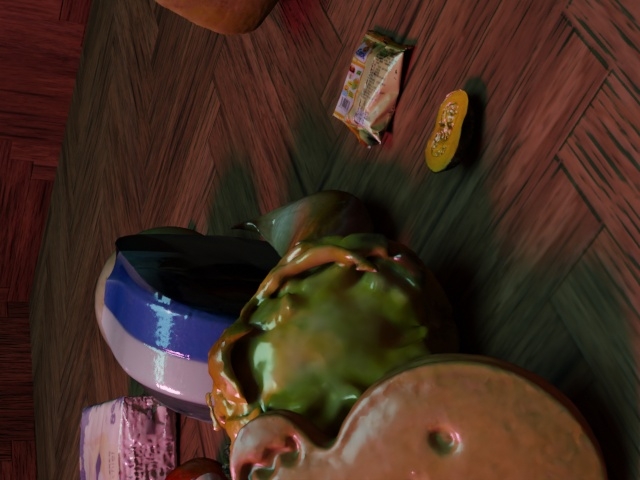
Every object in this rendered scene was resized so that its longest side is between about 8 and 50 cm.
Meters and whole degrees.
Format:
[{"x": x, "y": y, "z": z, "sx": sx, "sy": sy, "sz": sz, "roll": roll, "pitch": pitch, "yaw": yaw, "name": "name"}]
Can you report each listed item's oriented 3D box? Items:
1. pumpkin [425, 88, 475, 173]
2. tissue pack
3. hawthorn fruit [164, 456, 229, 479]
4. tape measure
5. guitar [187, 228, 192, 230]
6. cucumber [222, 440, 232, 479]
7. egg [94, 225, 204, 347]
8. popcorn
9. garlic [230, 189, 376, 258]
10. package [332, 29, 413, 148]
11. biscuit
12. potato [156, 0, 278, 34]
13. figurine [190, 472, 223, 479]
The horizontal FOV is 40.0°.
[{"x": 0.129, "y": -0.101, "z": 0.832, "sx": 0.050, "sy": 0.028, "sz": 0.083, "roll": 15, "pitch": 90, "yaw": 63, "name": "pumpkin"}, {"x": -0.379, "y": 0.429, "z": 1.706, "sx": 0.343, "sy": 0.125, "sz": 0.243, "roll": 153, "pitch": 118, "yaw": -61, "name": "tissue pack"}, {"x": -0.186, "y": 0.391, "z": 1.317, "sx": 0.125, "sy": 0.140, "sz": 0.125, "roll": -2, "pitch": 85, "yaw": 31, "name": "hawthorn fruit"}, {"x": -0.111, "y": 0.103, "z": 1.055, "sx": 0.262, "sy": 0.259, "sz": 0.138, "roll": 41, "pitch": 123, "yaw": 54, "name": "tape measure"}, {"x": -0.269, "y": 0.087, "z": 1.646, "sx": 0.088, "sy": 0.025, "sz": 0.233, "roll": 58, "pitch": 136, "yaw": 50, "name": "guitar"}, {"x": -0.056, "y": 0.290, "z": 1.116, "sx": 0.265, "sy": 0.077, "sz": 0.077, "roll": -16, "pitch": 72, "yaw": 61, "name": "cucumber"}, {"x": -0.237, "y": 0.102, "z": 1.353, "sx": 0.295, "sy": 0.218, "sz": 0.219, "roll": 124, "pitch": 142, "yaw": -59, "name": "egg"}, {"x": 0.020, "y": 0.122, "z": 0.803, "sx": 0.190, "sy": 0.250, "sz": 0.250, "roll": 129, "pitch": 141, "yaw": -75, "name": "popcorn"}, {"x": 0.001, "y": 0.009, "z": 0.998, "sx": 0.115, "sy": 0.128, "sz": 0.206, "roll": 55, "pitch": 170, "yaw": -21, "name": "garlic"}, {"x": 0.057, "y": -0.173, "z": 0.994, "sx": 0.108, "sy": 0.031, "sz": 0.121, "roll": 45, "pitch": 121, "yaw": 57, "name": "package"}, {"x": 0.050, "y": 0.234, "z": 0.665, "sx": 0.355, "sy": 0.052, "sz": 0.275, "roll": -34, "pitch": 86, "yaw": 15, "name": "biscuit"}, {"x": -0.075, "y": -0.465, "z": 1.172, "sx": 0.280, "sy": 0.212, "sz": 0.330, "roll": -39, "pitch": 40, "yaw": 34, "name": "potato"}, {"x": -0.085, "y": 0.365, "z": 1.042, "sx": 0.276, "sy": 0.200, "sz": 0.133, "roll": 6, "pitch": 66, "yaw": 58, "name": "figurine"}]
